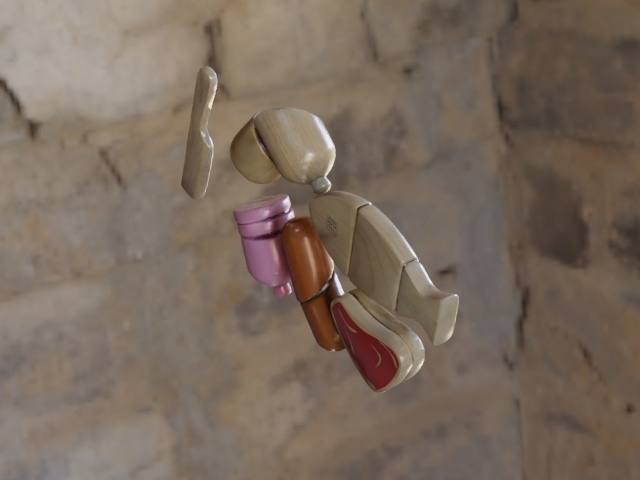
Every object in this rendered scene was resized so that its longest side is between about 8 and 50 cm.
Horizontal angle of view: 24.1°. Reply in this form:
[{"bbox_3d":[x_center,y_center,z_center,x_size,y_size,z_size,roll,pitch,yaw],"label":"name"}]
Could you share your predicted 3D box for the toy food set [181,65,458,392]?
[{"bbox_3d":[0.000,0.000,0.469,0.019,0.078,0.122,-24,57,-30],"label":"toy food set"}]
